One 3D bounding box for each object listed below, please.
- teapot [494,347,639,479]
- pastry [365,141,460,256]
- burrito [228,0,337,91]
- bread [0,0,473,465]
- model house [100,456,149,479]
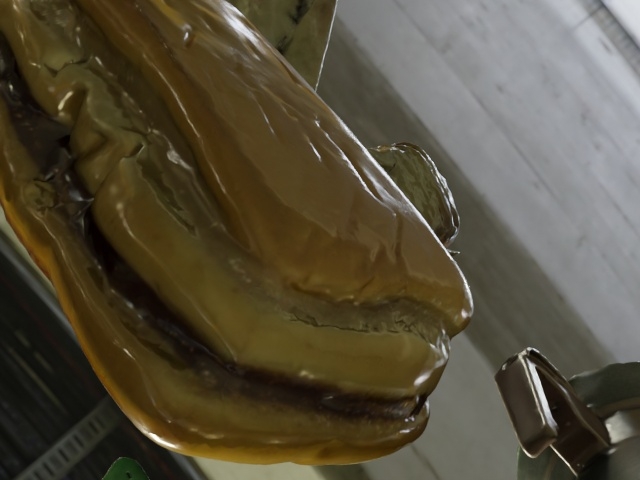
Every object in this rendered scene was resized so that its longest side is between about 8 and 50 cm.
[{"bbox_3d":[0.244,0.220,0.890,0.300,0.253,0.344,47,-172,-10],"label":"teapot"},{"bbox_3d":[0.000,0.000,1.367,0.330,0.330,0.136,-10,-104,-61],"label":"pastry"},{"bbox_3d":[-0.051,-0.236,1.078,0.107,0.175,0.347,0,-79,-61],"label":"burrito"},{"bbox_3d":[-0.037,-0.019,0.390,0.116,0.077,0.200,18,-153,-49],"label":"bread"},{"bbox_3d":[-0.174,0.274,1.080,0.167,0.117,0.088,55,160,-16],"label":"model house"}]
